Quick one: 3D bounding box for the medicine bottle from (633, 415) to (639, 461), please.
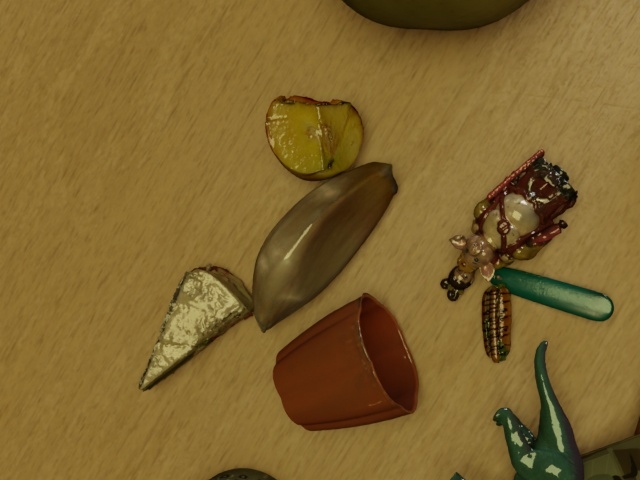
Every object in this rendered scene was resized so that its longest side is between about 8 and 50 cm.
[{"bbox_3d":[0.519,0.237,1.669,0.096,0.096,0.192,16,90,10],"label":"medicine bottle"}]

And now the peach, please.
[{"bbox_3d":[-0.017,-0.158,1.767,0.151,0.118,0.151,0,89,-28],"label":"peach"}]

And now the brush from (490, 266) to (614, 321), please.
[{"bbox_3d":[0.349,0.079,1.741,0.193,0.032,0.043,17,97,22],"label":"brush"}]

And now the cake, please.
[{"bbox_3d":[-0.220,0.127,1.806,0.220,0.086,0.117,-37,83,7],"label":"cake"}]

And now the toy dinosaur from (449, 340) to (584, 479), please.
[{"bbox_3d":[0.360,0.393,1.659,0.331,0.129,0.383,33,103,17],"label":"toy dinosaur"}]

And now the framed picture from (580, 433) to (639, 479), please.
[{"bbox_3d":[0.416,0.372,1.677,0.201,0.010,0.136,-31,83,37],"label":"framed picture"}]

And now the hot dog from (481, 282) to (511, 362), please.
[{"bbox_3d":[0.266,0.125,1.744,0.049,0.037,0.122,-4,86,33],"label":"hot dog"}]

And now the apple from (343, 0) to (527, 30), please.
[{"bbox_3d":[0.164,-0.519,1.599,0.474,0.473,0.473,0,88,10],"label":"apple"}]

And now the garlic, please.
[{"bbox_3d":[-0.005,-0.003,1.750,0.318,0.143,0.112,-43,51,2],"label":"garlic"}]

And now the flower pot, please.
[{"bbox_3d":[0.031,0.198,1.721,0.173,0.190,0.190,-25,84,19],"label":"flower pot"}]

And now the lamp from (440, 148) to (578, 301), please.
[{"bbox_3d":[0.269,-0.013,1.714,0.253,0.118,0.118,-41,82,5],"label":"lamp"}]

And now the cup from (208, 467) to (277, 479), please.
[{"bbox_3d":[-0.101,0.446,1.705,0.258,0.234,0.186,-7,88,8],"label":"cup"}]
